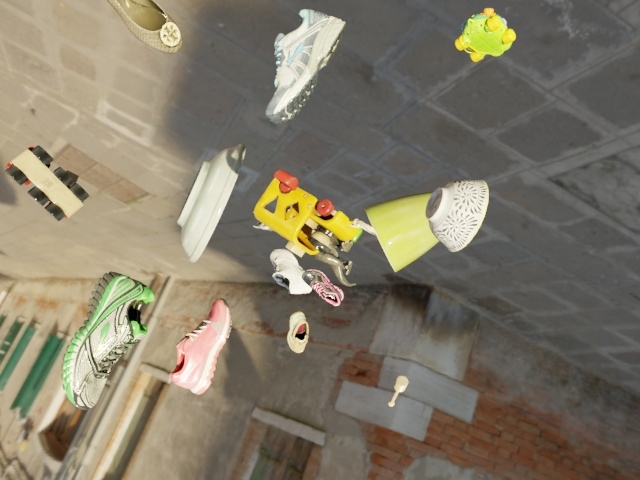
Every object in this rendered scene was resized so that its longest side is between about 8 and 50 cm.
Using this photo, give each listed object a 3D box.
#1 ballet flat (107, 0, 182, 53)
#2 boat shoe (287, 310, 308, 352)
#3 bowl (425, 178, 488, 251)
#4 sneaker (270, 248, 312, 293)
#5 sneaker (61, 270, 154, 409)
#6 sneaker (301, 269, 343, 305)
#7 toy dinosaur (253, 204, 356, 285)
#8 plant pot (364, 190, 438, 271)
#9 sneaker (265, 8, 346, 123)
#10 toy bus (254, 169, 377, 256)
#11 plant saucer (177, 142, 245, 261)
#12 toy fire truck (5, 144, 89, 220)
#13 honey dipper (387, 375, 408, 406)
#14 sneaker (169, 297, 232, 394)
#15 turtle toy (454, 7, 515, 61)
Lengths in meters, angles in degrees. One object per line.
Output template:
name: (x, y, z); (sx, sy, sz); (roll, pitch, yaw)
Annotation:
ballet flat: (-0.369, -0.472, 1.030); (0.058, 0.084, 0.250); (-3, 142, 49)
boat shoe: (-0.056, 0.246, 1.350); (0.045, 0.050, 0.135); (-129, 30, -47)
bowl: (0.280, -0.067, 1.136); (0.080, 0.170, 0.170); (19, 162, -12)
sneaker: (-0.116, 0.094, 1.626); (0.094, 0.080, 0.212); (-12, -145, -33)
sneaker: (-0.528, 0.252, 1.313); (0.147, 0.343, 0.134); (14, 165, 7)
sneaker: (0.005, 0.115, 1.255); (0.119, 0.047, 0.057); (36, -161, -10)
toy dinosaur: (0.000, 0.000, 1.277); (0.314, 0.120, 0.160); (34, 178, -38)
plant pot: (0.355, -0.065, 1.972); (0.294, 0.274, 0.274); (-25, 147, 8)
sneaker: (-0.059, -0.392, 1.178); (0.122, 0.282, 0.110); (30, 169, 2)
toy bus: (-0.022, -0.026, 0.911); (0.191, 0.104, 0.202); (34, 179, -6)
plant saucer: (-0.355, -0.131, 1.618); (0.101, 0.400, 0.400); (23, 161, -17)
toy fire truck: (-0.824, -0.186, 1.605); (0.217, 0.158, 0.246); (51, 159, -25)
honey dipper: (0.197, 0.394, 1.355); (0.031, 0.030, 0.160); (18, 144, 10)
sneaker: (-0.384, 0.325, 1.680); (0.136, 0.313, 0.116); (25, 159, -28)
turtle toy: (0.326, -0.399, 1.018); (0.130, 0.066, 0.095); (18, 155, -37)
